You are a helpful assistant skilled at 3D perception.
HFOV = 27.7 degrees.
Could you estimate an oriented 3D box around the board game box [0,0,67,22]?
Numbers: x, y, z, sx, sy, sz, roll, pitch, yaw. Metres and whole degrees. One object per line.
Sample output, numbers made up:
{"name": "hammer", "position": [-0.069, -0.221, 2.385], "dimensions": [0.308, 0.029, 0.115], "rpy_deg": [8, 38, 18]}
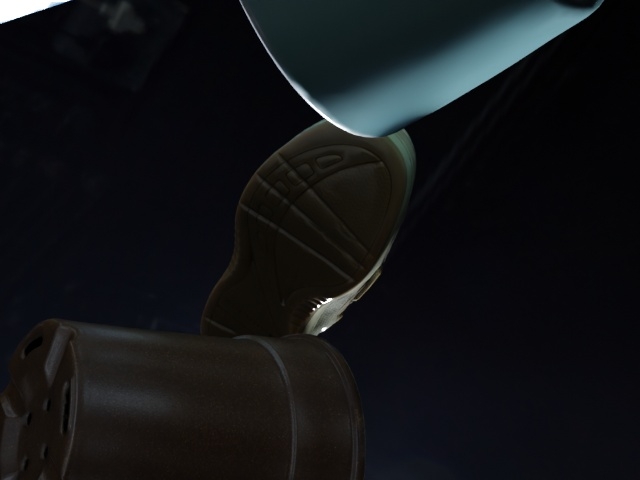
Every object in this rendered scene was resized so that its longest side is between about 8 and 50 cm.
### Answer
{"name": "board game box", "position": [-0.176, -0.230, 0.821], "dimensions": [0.210, 0.047, 0.160], "rpy_deg": [-13, -104, 26]}

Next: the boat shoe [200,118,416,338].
{"name": "boat shoe", "position": [0.000, 0.000, 0.965], "dimensions": [0.109, 0.098, 0.302], "rpy_deg": [42, -41, 11]}

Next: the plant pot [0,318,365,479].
{"name": "plant pot", "position": [-0.088, 0.118, 0.726], "dimensions": [0.167, 0.165, 0.167], "rpy_deg": [-31, -129, 48]}

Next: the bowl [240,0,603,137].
{"name": "bowl", "position": [0.074, -0.226, 0.726], "dimensions": [0.163, 0.311, 0.312], "rpy_deg": [-10, -116, 29]}
